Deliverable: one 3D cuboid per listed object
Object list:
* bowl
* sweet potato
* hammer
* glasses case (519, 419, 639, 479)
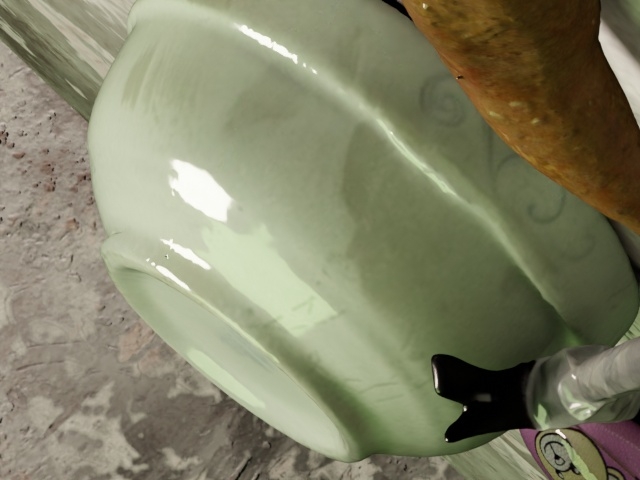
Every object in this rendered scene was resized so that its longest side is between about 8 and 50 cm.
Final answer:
[{"bbox_3d":[0.000,0.000,0.892,0.307,0.163,0.307,36,165,12],"label":"bowl"},{"bbox_3d":[0.054,-0.085,0.530,0.067,0.059,0.281,13,160,31],"label":"sweet potato"},{"bbox_3d":[0.154,0.030,0.616,0.427,0.152,0.044,131,132,-74],"label":"hammer"},{"bbox_3d":[0.260,0.212,1.189,0.316,0.076,0.123,42,175,-3],"label":"glasses case"}]
